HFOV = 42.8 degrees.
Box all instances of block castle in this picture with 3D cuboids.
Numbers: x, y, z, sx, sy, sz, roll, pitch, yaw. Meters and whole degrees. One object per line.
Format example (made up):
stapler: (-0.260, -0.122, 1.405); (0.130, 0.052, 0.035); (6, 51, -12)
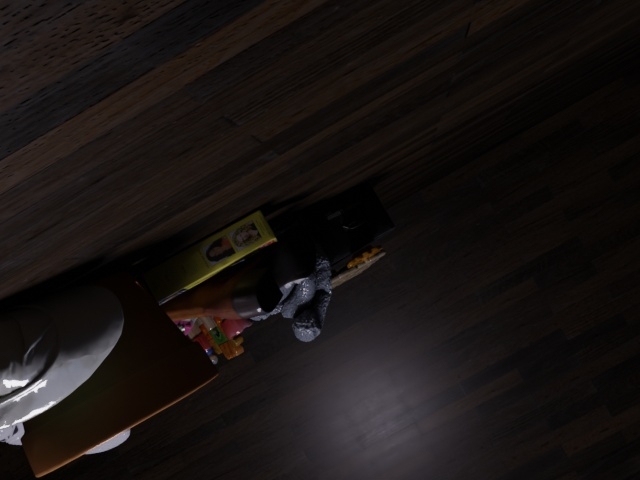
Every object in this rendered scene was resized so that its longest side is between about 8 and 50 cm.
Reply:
block castle: (-0.386, 0.308, 2.355); (0.303, 0.213, 0.453); (-35, 180, -27)

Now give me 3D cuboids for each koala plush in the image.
koala plush: (-0.086, 0.070, 1.632); (0.204, 0.196, 0.221); (-68, 155, -7)

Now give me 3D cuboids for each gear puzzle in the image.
gear puzzle: (0.057, 0.063, 1.900); (0.175, 0.044, 0.339); (-28, 174, -17)

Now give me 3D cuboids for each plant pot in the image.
plant pot: (-0.322, 0.178, 1.188); (0.290, 0.204, 0.291); (-29, 176, -2)

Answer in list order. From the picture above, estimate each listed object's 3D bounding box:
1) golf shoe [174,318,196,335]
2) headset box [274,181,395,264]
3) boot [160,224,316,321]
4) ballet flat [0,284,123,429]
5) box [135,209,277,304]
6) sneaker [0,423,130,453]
golf shoe: (-0.276, 0.115, 1.739); (0.306, 0.115, 0.140); (-31, -157, -26)
headset box: (0.000, 0.000, 1.901); (0.246, 0.131, 0.283); (-27, 176, -42)
boot: (-0.166, 0.070, 1.471); (0.280, 0.096, 0.264); (-10, -150, 31)
ballet flat: (-0.423, 0.166, 0.955); (0.400, 0.139, 0.139); (-28, 177, -6)
box: (-0.186, 0.030, 1.353); (0.232, 0.058, 0.087); (-29, 177, -4)
sneaker: (-0.510, 0.269, 1.532); (0.137, 0.210, 0.366); (-30, 148, 12)
